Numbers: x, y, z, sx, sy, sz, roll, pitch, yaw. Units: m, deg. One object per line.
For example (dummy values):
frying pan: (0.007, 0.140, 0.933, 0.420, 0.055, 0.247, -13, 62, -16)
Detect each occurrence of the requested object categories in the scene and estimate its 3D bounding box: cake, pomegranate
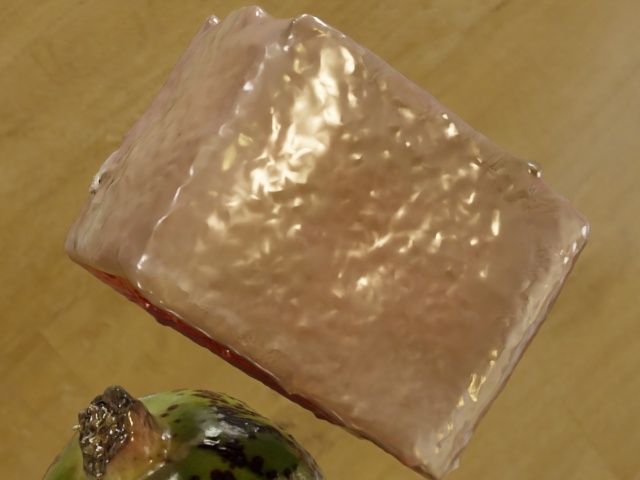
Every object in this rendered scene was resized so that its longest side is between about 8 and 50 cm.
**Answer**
cake: (0.000, 0.000, 1.107, 0.309, 0.237, 0.230, 32, 81, -18)
pomegranate: (-0.118, 0.227, 1.249, 0.254, 0.254, 0.270, -40, 123, -12)
